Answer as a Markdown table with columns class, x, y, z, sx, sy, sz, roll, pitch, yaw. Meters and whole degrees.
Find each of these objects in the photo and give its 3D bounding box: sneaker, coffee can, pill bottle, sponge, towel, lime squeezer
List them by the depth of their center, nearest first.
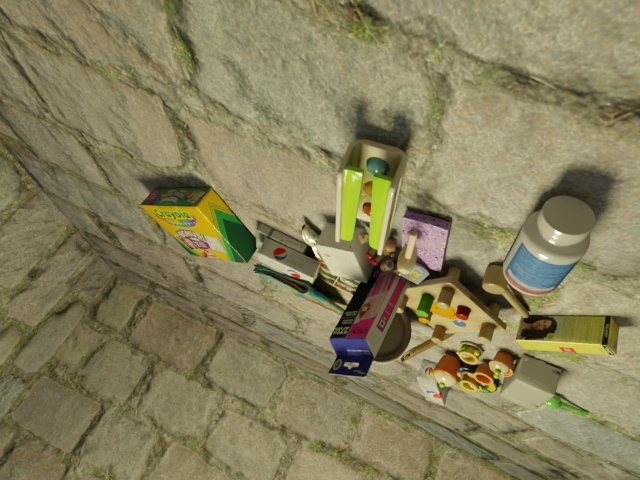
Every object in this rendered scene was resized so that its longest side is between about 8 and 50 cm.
| class | x | y | z | sx | sy | sz | roll | pitch | yaw |
| --- | --- | --- | --- | --- | --- | --- | --- | --- | --- |
| pill bottle | 0.463 | 0.014 | 0.860 | 0.124 | 0.124 | 0.222 | 19 | 152 | 18 |
| sponge | 0.276 | 0.006 | 1.120 | 0.117 | 0.031 | 0.210 | 18 | 151 | 21 |
| sneaker | 0.000 | 0.000 | 1.356 | 0.075 | 0.057 | 0.161 | -10 | 135 | 25 |
| coffee can | 0.208 | 0.320 | 1.459 | 0.201 | 0.202 | 0.275 | 21 | 168 | 15 |
| lime squeezer | 0.830 | 0.587 | 1.584 | 0.310 | 0.059 | 0.110 | 10 | 178 | 30 |
| towel | -0.070 | 0.203 | 1.643 | 0.271 | 0.040 | 0.370 | 19 | 167 | 31 |

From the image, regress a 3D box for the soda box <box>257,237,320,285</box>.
| class | x | y | z | sx | sy | sz | roll | pitch | yaw |
| --- | --- | --- | --- | --- | --- | --- | --- | --- | --- |
| soda box | -0.110 | 0.074 | 1.470 | 0.216 | 0.069 | 0.074 | 25 | 153 | 8 |

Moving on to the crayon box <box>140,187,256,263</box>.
| class | x | y | z | sx | sy | sz | roll | pitch | yaw |
| --- | --- | --- | --- | --- | --- | --- | --- | --- | --- |
| crayon box | -0.462 | -0.058 | 1.612 | 0.362 | 0.106 | 0.313 | 5 | 144 | 38 |

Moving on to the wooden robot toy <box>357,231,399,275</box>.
| class | x | y | z | sx | sy | sz | roll | pitch | yaw |
| --- | --- | --- | --- | --- | --- | --- | --- | --- | --- |
| wooden robot toy | 0.182 | 0.032 | 1.176 | 0.173 | 0.076 | 0.079 | 47 | 149 | -7 |

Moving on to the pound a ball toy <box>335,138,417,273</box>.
| class | x | y | z | sx | sy | sz | roll | pitch | yaw |
| --- | --- | --- | --- | --- | --- | --- | --- | --- | --- |
| pound a ball toy | 0.153 | -0.073 | 0.992 | 0.208 | 0.136 | 0.319 | 17 | 150 | 13 |

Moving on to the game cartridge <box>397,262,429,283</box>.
| class | x | y | z | sx | sy | sz | roll | pitch | yaw |
| --- | --- | --- | --- | --- | --- | --- | --- | --- | --- |
| game cartridge | 0.265 | 0.089 | 1.184 | 0.083 | 0.017 | 0.056 | 26 | 116 | -27 |

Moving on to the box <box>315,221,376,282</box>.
| class | x | y | z | sx | sy | sz | roll | pitch | yaw |
| --- | --- | --- | --- | --- | --- | --- | --- | --- | --- |
| box | 0.082 | 0.038 | 1.287 | 0.130 | 0.091 | 0.170 | 12 | 148 | 30 |

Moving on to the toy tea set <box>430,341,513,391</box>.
| class | x | y | z | sx | sy | sz | roll | pitch | yaw |
| --- | --- | --- | --- | --- | --- | --- | --- | --- | --- |
| toy tea set | 0.549 | 0.488 | 1.542 | 0.200 | 0.124 | 0.336 | 32 | 144 | 7 |

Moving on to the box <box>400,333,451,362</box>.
| class | x | y | z | sx | sy | sz | roll | pitch | yaw |
| --- | --- | --- | --- | --- | --- | --- | --- | --- | --- |
| box | 0.378 | 0.359 | 1.461 | 0.021 | 0.201 | 0.164 | 61 | 168 | 22 |

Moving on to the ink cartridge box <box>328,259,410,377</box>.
| class | x | y | z | sx | sy | sz | roll | pitch | yaw |
| --- | --- | --- | --- | --- | --- | --- | --- | --- | --- |
| ink cartridge box | 0.139 | 0.222 | 1.244 | 0.069 | 0.371 | 0.175 | 42 | 149 | -19 |

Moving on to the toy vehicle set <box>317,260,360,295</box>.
| class | x | y | z | sx | sy | sz | roll | pitch | yaw |
| --- | --- | --- | --- | --- | --- | --- | --- | --- | --- |
| toy vehicle set | 0.105 | 0.139 | 1.496 | 0.266 | 0.035 | 0.166 | 27 | 153 | 3 |

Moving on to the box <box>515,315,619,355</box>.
| class | x | y | z | sx | sy | sz | roll | pitch | yaw |
| --- | --- | --- | --- | --- | --- | --- | --- | --- | --- |
| box | 0.652 | 0.250 | 1.127 | 0.058 | 0.087 | 0.232 | 43 | 148 | -25 |

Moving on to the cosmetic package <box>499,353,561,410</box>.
| class | x | y | z | sx | sy | sz | roll | pitch | yaw |
| --- | --- | --- | --- | --- | --- | --- | --- | --- | --- |
| cosmetic package | 0.719 | 0.495 | 1.460 | 0.127 | 0.107 | 0.238 | 21 | 155 | 21 |

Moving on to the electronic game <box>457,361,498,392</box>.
| class | x | y | z | sx | sy | sz | roll | pitch | yaw |
| --- | --- | --- | --- | --- | --- | --- | --- | --- | --- |
| electronic game | 0.610 | 0.566 | 1.737 | 0.229 | 0.048 | 0.229 | 22 | 152 | 12 |

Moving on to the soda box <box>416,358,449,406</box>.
| class | x | y | z | sx | sy | sz | roll | pitch | yaw |
| --- | --- | --- | --- | --- | --- | --- | --- | --- | --- |
| soda box | 0.515 | 0.650 | 1.915 | 0.091 | 0.098 | 0.286 | 10 | 147 | 31 |

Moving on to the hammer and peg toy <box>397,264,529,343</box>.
| class | x | y | z | sx | sy | sz | roll | pitch | yaw |
| --- | --- | --- | --- | --- | --- | --- | --- | --- | --- |
| hammer and peg toy | 0.406 | 0.196 | 1.215 | 0.266 | 0.127 | 0.361 | 39 | 151 | -19 |

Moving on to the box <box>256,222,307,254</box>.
| class | x | y | z | sx | sy | sz | roll | pitch | yaw |
| --- | --- | --- | --- | --- | --- | --- | --- | --- | --- |
| box | -0.144 | 0.022 | 1.528 | 0.186 | 0.038 | 0.145 | 25 | 152 | 4 |
